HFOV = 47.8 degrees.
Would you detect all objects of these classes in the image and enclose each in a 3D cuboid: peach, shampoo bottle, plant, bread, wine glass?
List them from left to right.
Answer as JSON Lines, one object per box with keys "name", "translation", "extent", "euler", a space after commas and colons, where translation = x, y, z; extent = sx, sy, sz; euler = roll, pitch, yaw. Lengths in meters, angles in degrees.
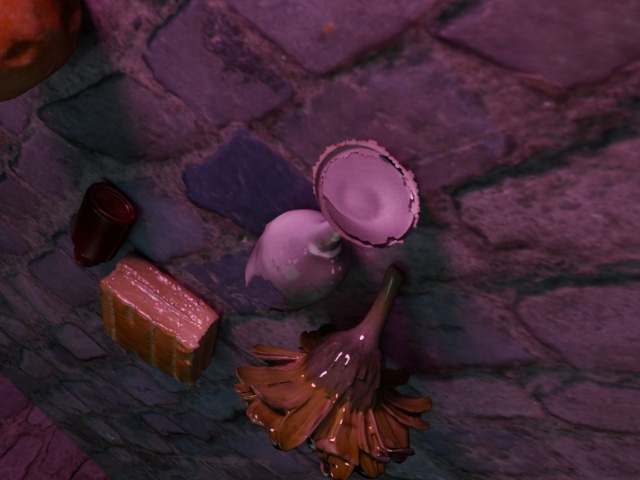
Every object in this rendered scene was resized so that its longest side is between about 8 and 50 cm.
{"name": "peach", "translation": [-0.428, -0.282, 0.936], "extent": [0.214, 0.235, 0.214], "euler": [20, 149, 13]}
{"name": "shampoo bottle", "translation": [-0.424, -0.019, 1.385], "extent": [0.102, 0.064, 0.260], "euler": [39, 147, -8]}
{"name": "bread", "translation": [-0.329, 0.176, 1.482], "extent": [0.239, 0.111, 0.246], "euler": [34, 146, 8]}
{"name": "wine glass", "translation": [0.000, 0.000, 0.959], "extent": [0.143, 0.143, 0.321], "euler": [39, 147, -2]}
{"name": "plant", "translation": [0.057, 0.211, 1.056], "extent": [0.297, 0.306, 0.261], "euler": [-32, 82, 24]}
